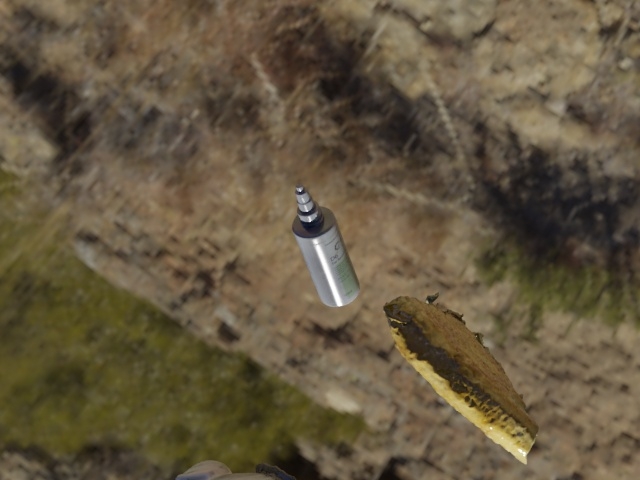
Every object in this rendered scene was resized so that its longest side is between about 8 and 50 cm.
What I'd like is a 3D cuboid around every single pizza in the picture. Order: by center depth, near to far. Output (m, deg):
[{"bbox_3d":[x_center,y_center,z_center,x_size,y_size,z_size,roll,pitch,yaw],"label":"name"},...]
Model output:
[{"bbox_3d":[0.191,0.170,2.054,0.280,0.075,0.288,47,-170,0],"label":"pizza"}]

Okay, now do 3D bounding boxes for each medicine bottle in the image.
[{"bbox_3d":[0.000,0.000,1.910,0.058,0.057,0.199,12,142,30],"label":"medicine bottle"}]

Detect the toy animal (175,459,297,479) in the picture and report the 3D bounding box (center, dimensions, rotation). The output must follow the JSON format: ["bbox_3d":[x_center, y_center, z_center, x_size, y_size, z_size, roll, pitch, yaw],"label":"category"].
[{"bbox_3d":[-0.153,0.380,1.700,0.247,0.310,0.183,63,158,-2],"label":"toy animal"}]
